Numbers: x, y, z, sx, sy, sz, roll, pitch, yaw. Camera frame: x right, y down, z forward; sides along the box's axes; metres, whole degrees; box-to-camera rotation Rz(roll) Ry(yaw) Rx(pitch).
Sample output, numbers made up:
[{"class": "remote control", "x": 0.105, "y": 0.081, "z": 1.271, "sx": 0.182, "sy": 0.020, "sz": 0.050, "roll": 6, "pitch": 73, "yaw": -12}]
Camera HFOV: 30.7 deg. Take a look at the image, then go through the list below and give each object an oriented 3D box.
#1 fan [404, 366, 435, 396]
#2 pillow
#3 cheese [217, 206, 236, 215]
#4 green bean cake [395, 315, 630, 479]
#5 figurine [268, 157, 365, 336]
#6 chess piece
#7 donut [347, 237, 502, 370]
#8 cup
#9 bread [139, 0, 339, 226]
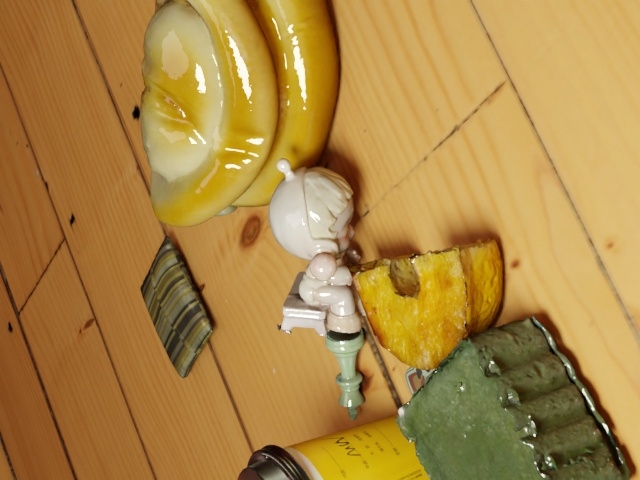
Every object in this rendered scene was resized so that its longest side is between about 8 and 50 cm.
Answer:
[{"class": "fan", "x": 0.183, "y": 0.246, "z": 1.578, "sx": 0.220, "sy": 0.009, "sz": 0.132, "roll": 64, "pitch": 146, "yaw": 19}, {"class": "pillow", "x": -0.273, "y": 0.127, "z": 2.184, "sx": 0.212, "sy": 0.052, "sz": 0.208, "roll": 63, "pitch": 149, "yaw": 21}, {"class": "cheese", "x": -0.180, "y": -0.124, "z": 1.913, "sx": 0.048, "sy": 0.092, "sz": 0.171, "roll": -13, "pitch": 99, "yaw": 17}, {"class": "green bean cake", "x": 0.223, "y": 0.250, "z": 1.407, "sx": 0.241, "sy": 0.132, "sz": 0.255, "roll": 58, "pitch": 147, "yaw": 22}, {"class": "figurine", "x": -0.008, "y": -0.003, "z": 1.642, "sx": 0.144, "sy": 0.182, "sz": 0.256, "roll": 9, "pitch": 118, "yaw": 28}, {"class": "chess piece", "x": 0.043, "y": 0.202, "z": 1.737, "sx": 0.059, "sy": 0.059, "sz": 0.149, "roll": 22, "pitch": 126, "yaw": 52}, {"class": "donut", "x": 0.141, "y": 0.085, "z": 1.494, "sx": 0.259, "sy": 0.101, "sz": 0.152, "roll": -10, "pitch": 94, "yaw": 57}, {"class": "cup", "x": 0.034, "y": 0.339, "z": 1.583, "sx": 0.196, "sy": 0.280, "sz": 0.196, "roll": 34, "pitch": 133, "yaw": 46}, {"class": "bread", "x": -0.150, "y": -0.239, "z": 1.675, "sx": 0.329, "sy": 0.245, "sz": 0.424, "roll": 41, "pitch": 134, "yaw": 42}]
